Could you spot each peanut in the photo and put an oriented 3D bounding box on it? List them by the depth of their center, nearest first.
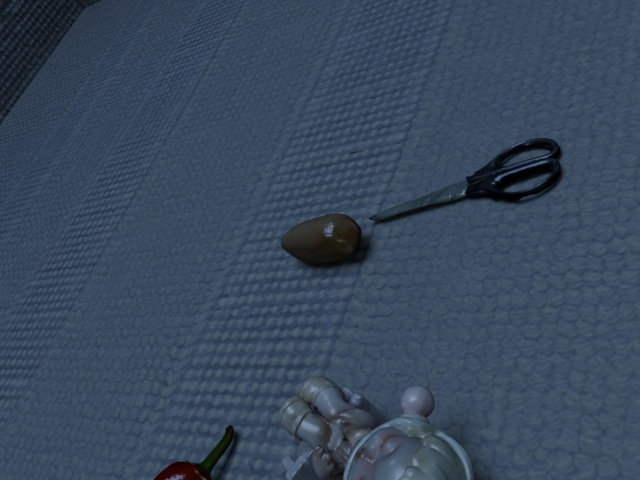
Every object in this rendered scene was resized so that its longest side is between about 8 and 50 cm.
[{"bbox_3d":[0.000,0.000,1.223,0.152,0.076,0.076,-9,47,43],"label":"peanut"}]

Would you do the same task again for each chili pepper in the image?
[{"bbox_3d":[-0.256,0.388,1.058,0.368,0.092,0.137,-38,25,2],"label":"chili pepper"}]

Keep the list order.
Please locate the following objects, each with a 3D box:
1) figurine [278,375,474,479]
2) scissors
[{"bbox_3d":[0.065,0.256,0.861,0.182,0.144,0.256,-32,29,-21],"label":"figurine"},{"bbox_3d":[0.199,-0.071,1.154,0.300,0.022,0.109,-19,38,30],"label":"scissors"}]
